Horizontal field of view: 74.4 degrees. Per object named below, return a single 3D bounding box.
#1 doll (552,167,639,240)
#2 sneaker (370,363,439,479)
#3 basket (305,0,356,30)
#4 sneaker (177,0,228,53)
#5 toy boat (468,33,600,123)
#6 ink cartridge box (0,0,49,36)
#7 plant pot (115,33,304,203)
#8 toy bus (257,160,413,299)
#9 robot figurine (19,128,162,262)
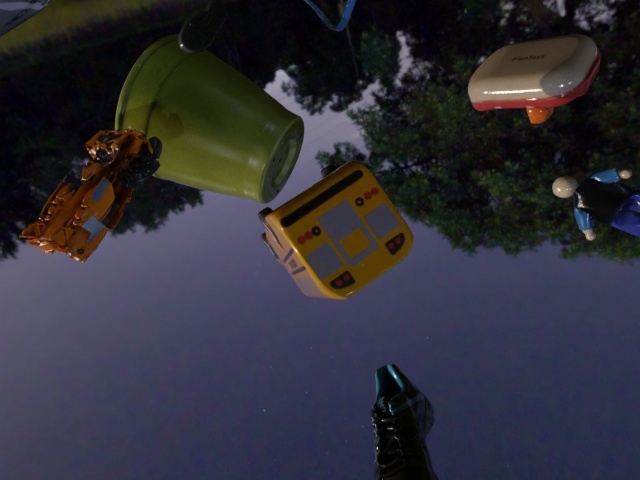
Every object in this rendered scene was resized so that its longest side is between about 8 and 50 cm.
[{"bbox_3d":[0.472,-0.054,0.682,0.189,0.129,0.046,28,-144,18],"label":"doll"},{"bbox_3d":[0.131,0.369,0.761,0.125,0.140,0.341,-30,-167,18],"label":"sneaker"},{"bbox_3d":[0.039,-0.693,1.007,0.201,0.289,0.255,-10,-124,-43],"label":"basket"},{"bbox_3d":[-0.230,-0.397,0.798,0.089,0.051,0.170,-6,-131,43],"label":"sneaker"},{"bbox_3d":[0.412,-0.293,0.826,0.231,0.151,0.151,19,-113,48],"label":"toy boat"},{"bbox_3d":[-0.306,-0.287,0.405,0.385,0.091,0.308,-27,-150,4],"label":"ink cartridge box"},{"bbox_3d":[-0.244,-0.267,1.073,0.353,0.366,0.366,26,-140,7],"label":"plant pot"},{"bbox_3d":[0.000,0.000,0.549,0.108,0.130,0.333,-35,178,-10],"label":"toy bus"},{"bbox_3d":[-0.425,-0.103,0.805,0.211,0.085,0.291,7,-116,33],"label":"robot figurine"}]
